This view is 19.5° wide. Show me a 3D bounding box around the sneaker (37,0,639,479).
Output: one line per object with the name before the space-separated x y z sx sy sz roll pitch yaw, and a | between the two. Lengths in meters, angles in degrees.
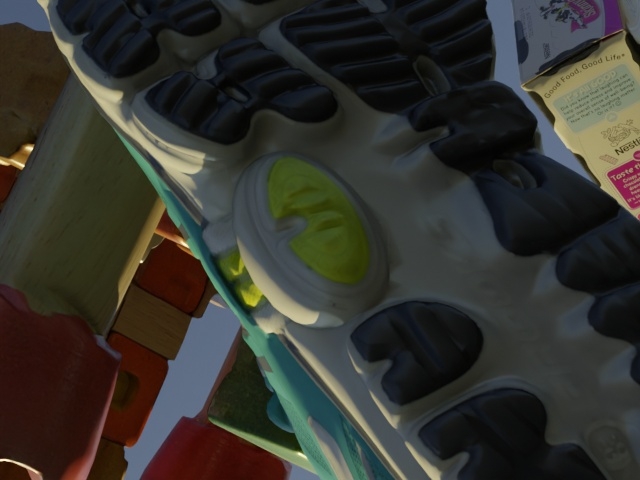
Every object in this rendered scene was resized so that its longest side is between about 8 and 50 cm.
sneaker | 0.000 0.000 0.474 0.107 0.275 0.110 -16 -36 -22

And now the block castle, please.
block castle | -0.080 0.074 0.871 0.453 0.303 0.213 33 -102 -48

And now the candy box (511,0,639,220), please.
candy box | 0.204 -0.070 1.126 0.233 0.071 0.159 48 -155 -29
